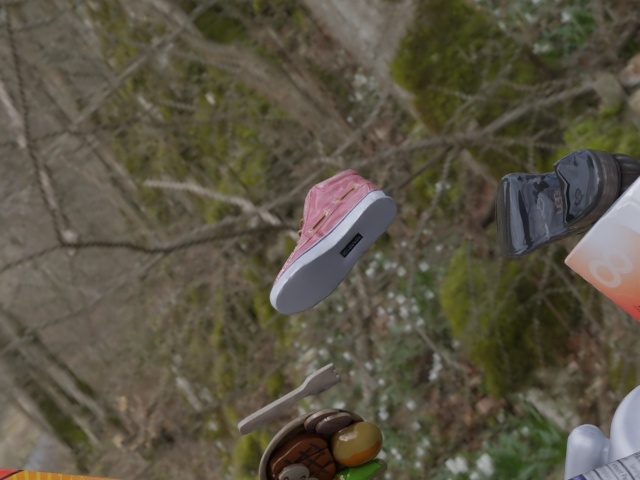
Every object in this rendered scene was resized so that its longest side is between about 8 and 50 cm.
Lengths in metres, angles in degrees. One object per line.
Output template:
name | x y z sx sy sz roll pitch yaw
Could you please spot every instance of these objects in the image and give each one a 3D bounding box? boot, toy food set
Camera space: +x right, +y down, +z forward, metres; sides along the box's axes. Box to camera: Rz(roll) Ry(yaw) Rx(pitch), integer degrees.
boot | 0.326 -0.036 1.202 0.229 0.091 0.263 0 -9 -20
toy food set | 0.001 0.221 1.169 0.132 0.192 0.038 -32 43 -5

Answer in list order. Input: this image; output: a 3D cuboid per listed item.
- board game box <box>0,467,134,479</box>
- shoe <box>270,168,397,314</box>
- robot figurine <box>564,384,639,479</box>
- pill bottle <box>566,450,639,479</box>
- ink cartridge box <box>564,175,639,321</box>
board game box | -0.160 0.424 0.836 0.356 0.357 0.356 0 38 23
shoe | 0.000 0.000 1.283 0.178 0.063 0.081 -45 44 -2
robot figurine | 0.402 0.279 1.209 0.300 0.353 0.200 16 40 27
pill bottle | 0.155 0.158 0.539 0.186 0.112 0.112 -22 9 3
ink cartridge box | 0.289 0.009 0.884 0.045 0.145 0.179 -45 -10 -31
